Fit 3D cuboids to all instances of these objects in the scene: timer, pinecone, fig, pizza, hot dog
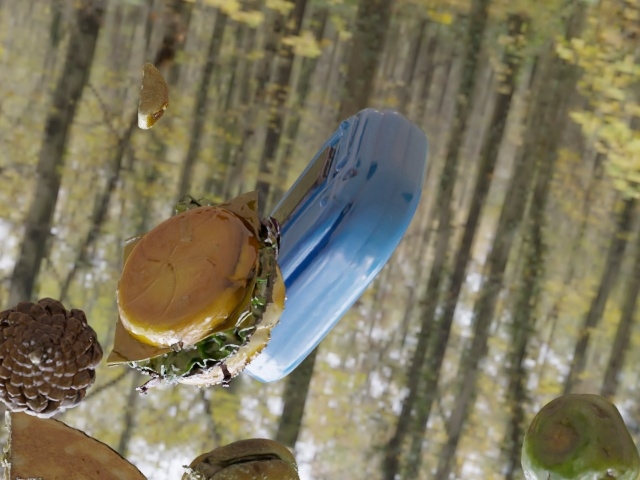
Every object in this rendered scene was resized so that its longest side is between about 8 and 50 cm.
[{"bbox_3d":[0.000,0.000,1.554,0.115,0.340,0.309,34,-149,-10],"label":"timer"},{"bbox_3d":[-0.372,0.159,1.662,0.173,0.174,0.173,13,-171,-2],"label":"pinecone"},{"bbox_3d":[0.487,0.396,2.204,0.275,0.206,0.206,40,170,-38],"label":"fig"},{"bbox_3d":[-0.453,0.425,2.219,0.323,0.089,0.223,28,-153,2],"label":"pizza"},{"bbox_3d":[-0.193,-0.168,1.455,0.034,0.030,0.090,4,-126,-5],"label":"hot dog"}]

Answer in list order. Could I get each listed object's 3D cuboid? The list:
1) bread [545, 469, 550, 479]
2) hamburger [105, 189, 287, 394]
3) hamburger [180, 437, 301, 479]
[{"bbox_3d":[0.264,0.424,1.255,0.224,0.250,0.279,15,-135,20],"label":"bread"},{"bbox_3d":[-0.097,0.044,1.049,0.164,0.190,0.093,-11,141,29],"label":"hamburger"},{"bbox_3d":[-0.116,0.408,1.990,0.215,0.189,0.122,-10,-139,-18],"label":"hamburger"}]
